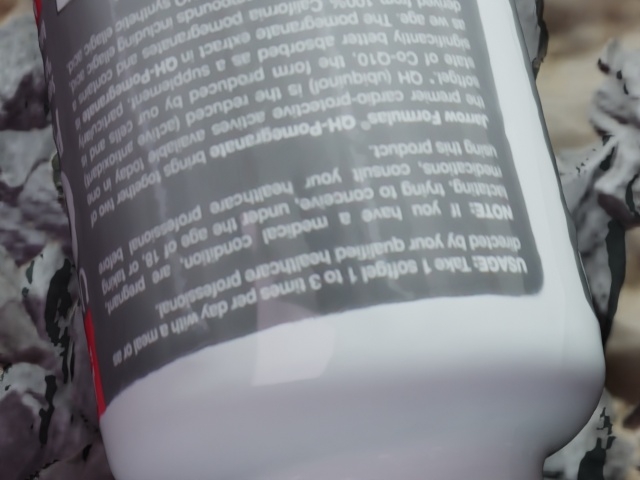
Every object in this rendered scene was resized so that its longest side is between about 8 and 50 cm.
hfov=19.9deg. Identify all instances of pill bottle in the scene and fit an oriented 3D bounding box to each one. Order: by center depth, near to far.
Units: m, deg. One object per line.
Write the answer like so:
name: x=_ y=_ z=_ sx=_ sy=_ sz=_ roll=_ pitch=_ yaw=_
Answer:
pill bottle: x=0.000 y=0.000 z=0.649 sx=0.176 sy=0.176 sz=0.318 roll=-19 pitch=70 yaw=20
